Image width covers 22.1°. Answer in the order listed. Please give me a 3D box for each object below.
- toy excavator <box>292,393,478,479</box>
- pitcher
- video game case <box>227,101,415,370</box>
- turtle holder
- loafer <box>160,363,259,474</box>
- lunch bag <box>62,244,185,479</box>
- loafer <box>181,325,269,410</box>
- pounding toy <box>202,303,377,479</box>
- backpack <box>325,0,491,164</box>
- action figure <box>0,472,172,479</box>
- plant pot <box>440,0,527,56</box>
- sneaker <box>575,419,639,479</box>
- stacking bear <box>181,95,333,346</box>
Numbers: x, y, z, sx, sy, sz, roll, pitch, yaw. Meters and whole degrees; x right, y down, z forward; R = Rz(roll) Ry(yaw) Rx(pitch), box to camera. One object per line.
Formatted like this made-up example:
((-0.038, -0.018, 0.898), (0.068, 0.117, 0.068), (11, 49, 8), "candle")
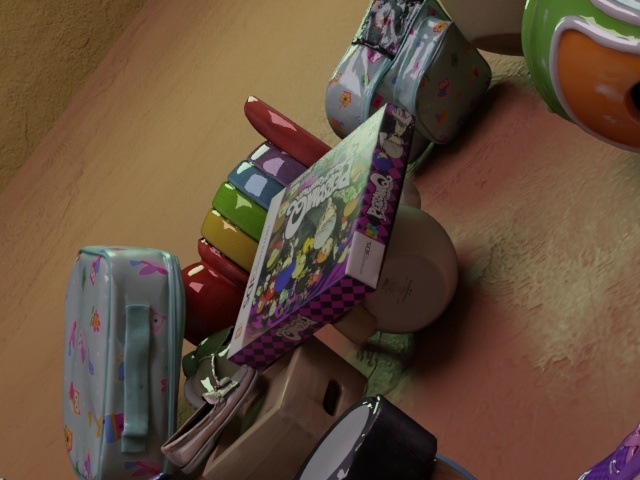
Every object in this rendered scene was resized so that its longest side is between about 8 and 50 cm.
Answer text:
((-0.041, 0.358, 1.235), (0.433, 0.222, 0.445), (-55, 9, -21), "toy excavator")
((0.064, 0.039, 1.698), (0.207, 0.125, 0.177), (-109, 35, -70), "pitcher")
((0.000, 0.000, 1.626), (0.232, 0.042, 0.210), (-37, 32, 50), "video game case")
((0.351, -0.201, 1.473), (0.320, 0.243, 0.227), (-12, 28, -23), "turtle holder")
((-0.109, 0.170, 1.619), (0.125, 0.039, 0.045), (-55, 12, -15), "loafer")
((-0.220, 0.146, 1.859), (0.224, 0.108, 0.279), (-178, 89, -69), "lunch bag")
((-0.095, 0.150, 1.801), (0.087, 0.094, 0.251), (-50, 21, 3), "loafer")
((0.000, 0.148, 1.611), (0.206, 0.094, 0.181), (-43, 14, 31), "pounding toy")
((0.101, -0.184, 1.941), (0.144, 0.166, 0.188), (33, 84, 37), "backpack")
((-0.289, 0.335, 1.541), (0.341, 0.178, 0.330), (-34, 63, 6), "action figure")
((0.238, -0.311, 1.837), (0.284, 0.284, 0.191), (-4, 82, 60), "plant pot")
((0.257, 0.135, 1.155), (0.236, 0.104, 0.095), (-34, 25, 31), "sneaker")
((-0.079, 0.002, 1.967), (0.289, 0.175, 0.164), (-55, 39, 2), "stacking bear")
